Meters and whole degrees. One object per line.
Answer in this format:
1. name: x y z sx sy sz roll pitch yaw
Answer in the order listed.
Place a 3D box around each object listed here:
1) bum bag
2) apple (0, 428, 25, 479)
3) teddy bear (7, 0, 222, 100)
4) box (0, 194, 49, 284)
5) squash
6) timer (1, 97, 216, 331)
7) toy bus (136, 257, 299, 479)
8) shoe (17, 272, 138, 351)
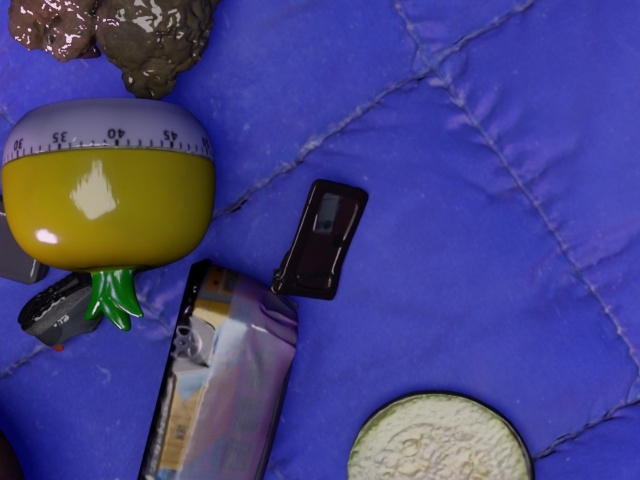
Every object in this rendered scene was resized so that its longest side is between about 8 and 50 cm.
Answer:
1. bum bag: 0.000 0.000 1.557 0.026 0.109 0.159 28 101 43
2. apple: -0.537 0.343 1.563 0.344 0.269 0.345 5 73 -17
3. teddy bear: -0.245 -0.306 1.501 0.256 0.156 0.267 33 101 -1
4. box: -0.479 -0.021 1.629 0.243 0.055 0.103 17 101 4
5. squash: 0.161 0.318 1.618 0.252 0.049 0.252 1 98 6
6. timer: -0.256 -0.022 1.479 0.285 0.285 0.285 1 100 7
7. toy bus: -0.135 0.226 1.582 0.162 0.171 0.387 14 101 -6
8. shoe: -0.310 0.079 1.626 0.194 0.074 0.077 -32 118 9
